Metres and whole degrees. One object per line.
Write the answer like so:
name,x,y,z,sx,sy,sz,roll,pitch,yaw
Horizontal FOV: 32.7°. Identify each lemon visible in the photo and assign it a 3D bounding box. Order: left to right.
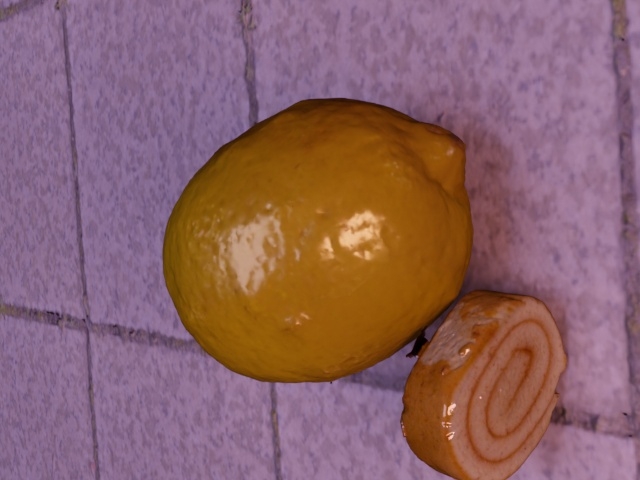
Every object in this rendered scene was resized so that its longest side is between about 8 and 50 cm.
lemon,0.000,0.000,0.907,0.288,0.233,0.233,-33,64,15

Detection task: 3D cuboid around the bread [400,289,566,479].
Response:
bread,0.127,0.116,0.852,0.073,0.149,0.122,8,143,53
